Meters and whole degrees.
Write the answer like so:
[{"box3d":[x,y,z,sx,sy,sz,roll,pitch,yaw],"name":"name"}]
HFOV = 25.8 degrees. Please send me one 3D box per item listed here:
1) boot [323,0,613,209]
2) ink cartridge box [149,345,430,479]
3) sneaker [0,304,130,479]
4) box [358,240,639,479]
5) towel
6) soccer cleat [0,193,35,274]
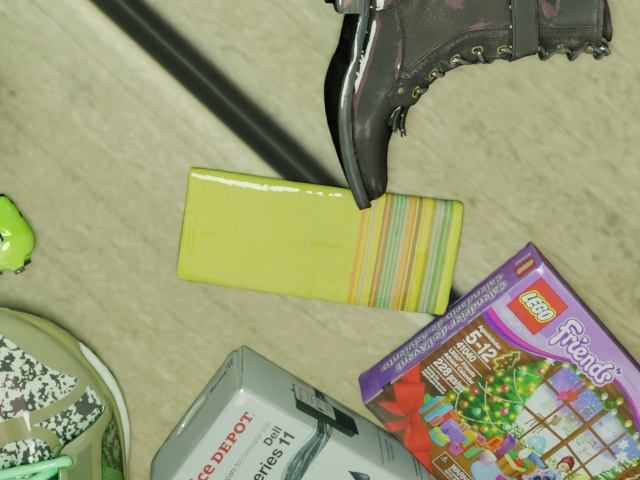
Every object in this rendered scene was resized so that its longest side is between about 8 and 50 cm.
[{"box3d":[0.120,-0.151,1.102,0.229,0.091,0.263,-4,116,-7],"name":"boot"},{"box3d":[-0.028,0.214,1.239,0.208,0.087,0.153,32,106,-14],"name":"ink cartridge box"},{"box3d":[-0.227,0.249,1.189,0.158,0.182,0.410,-16,112,3],"name":"sneaker"},{"box3d":[0.203,0.170,1.252,0.201,0.057,0.293,-40,109,11],"name":"box"},{"box3d":[0.000,0.000,1.193,0.237,0.021,0.102,8,106,-6],"name":"towel"},{"box3d":[-0.326,0.018,1.161,0.179,0.060,0.072,-23,102,-1],"name":"soccer cleat"}]
